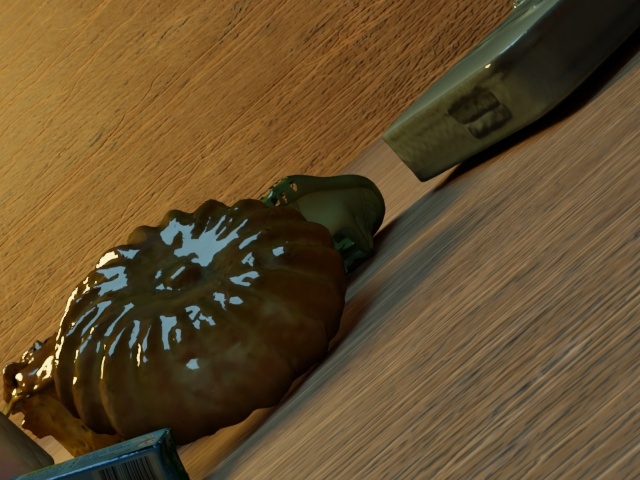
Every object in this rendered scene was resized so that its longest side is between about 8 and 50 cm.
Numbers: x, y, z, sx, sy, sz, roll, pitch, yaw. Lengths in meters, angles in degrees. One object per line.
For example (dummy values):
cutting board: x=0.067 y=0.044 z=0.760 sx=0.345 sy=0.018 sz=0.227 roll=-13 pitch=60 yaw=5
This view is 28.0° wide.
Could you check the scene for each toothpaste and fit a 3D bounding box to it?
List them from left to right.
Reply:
toothpaste: x=-0.254 y=0.247 z=1.202 sx=0.266 sy=0.065 sz=0.050 roll=-20 pitch=11 yaw=12

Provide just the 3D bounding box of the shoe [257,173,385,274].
shoe: x=-0.004 y=-0.006 z=1.615 sx=0.140 sy=0.128 sz=0.262 roll=-30 pitch=-19 yaw=23

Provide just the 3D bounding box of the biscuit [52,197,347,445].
biscuit: x=-0.131 y=0.066 z=1.315 sx=0.325 sy=0.107 sz=0.326 roll=-17 pitch=36 yaw=13

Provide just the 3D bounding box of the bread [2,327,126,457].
bread: x=-0.215 y=0.135 z=1.609 sx=0.358 sy=0.204 sz=0.337 roll=-41 pitch=1 yaw=-39

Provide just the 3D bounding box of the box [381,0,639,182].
box: x=0.286 y=-0.251 z=1.556 sx=0.396 sy=0.111 sz=0.396 roll=-43 pitch=6 yaw=-20

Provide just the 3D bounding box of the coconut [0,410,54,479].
coconut: x=-0.398 y=0.294 z=1.369 sx=0.259 sy=0.259 sz=0.259 roll=-42 pitch=5 yaw=4
